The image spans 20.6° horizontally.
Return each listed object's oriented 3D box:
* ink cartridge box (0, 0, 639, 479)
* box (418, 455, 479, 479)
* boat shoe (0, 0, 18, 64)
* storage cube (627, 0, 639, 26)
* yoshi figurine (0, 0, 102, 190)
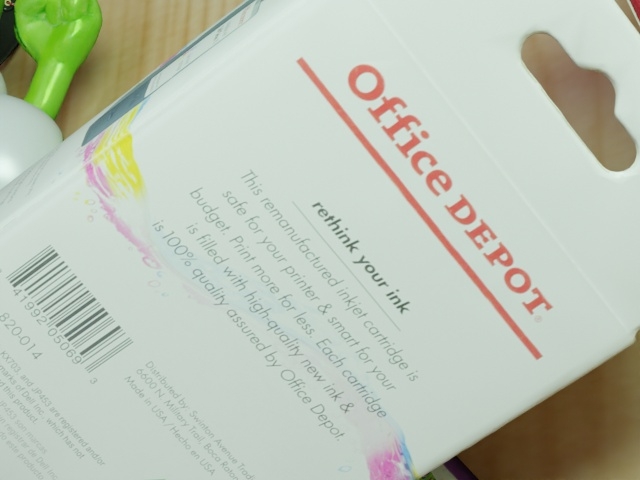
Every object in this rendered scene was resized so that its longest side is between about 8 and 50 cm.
[{"bbox_3d":[0.000,0.000,0.794,0.353,0.207,0.119,-34,15,19],"label":"ink cartridge box"},{"bbox_3d":[0.047,0.232,0.817,0.201,0.057,0.293,-48,45,5],"label":"box"},{"bbox_3d":[-0.224,-0.180,1.283,0.042,0.049,0.133,3,63,49],"label":"boat shoe"},{"bbox_3d":[0.241,-0.152,0.775,0.193,0.215,0.184,-39,47,24],"label":"storage cube"},{"bbox_3d":[-0.227,-0.094,1.126,0.203,0.203,0.362,-50,48,3],"label":"yoshi figurine"}]
